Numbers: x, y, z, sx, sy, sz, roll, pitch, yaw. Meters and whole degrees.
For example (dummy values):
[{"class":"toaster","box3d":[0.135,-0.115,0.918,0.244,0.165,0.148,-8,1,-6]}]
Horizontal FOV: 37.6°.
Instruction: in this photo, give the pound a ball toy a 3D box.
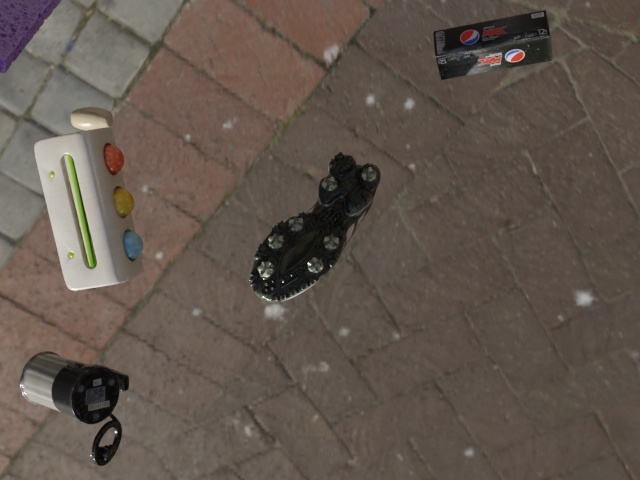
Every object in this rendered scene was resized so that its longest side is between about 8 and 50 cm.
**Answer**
[{"class":"pound a ball toy","box3d":[-0.396,-0.090,1.722,0.135,0.208,0.319,-9,97,12]}]

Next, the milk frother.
[{"class":"milk frother","box3d":[-0.364,0.250,1.403,0.129,0.134,0.143,21,80,-48]}]

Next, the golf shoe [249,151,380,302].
[{"class":"golf shoe","box3d":[0.000,0.000,1.388,0.105,0.273,0.120,32,155,16]}]

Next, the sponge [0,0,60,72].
[{"class":"sponge","box3d":[-0.469,-0.327,1.364,0.117,0.210,0.031,20,134,-4]}]

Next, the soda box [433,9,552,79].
[{"class":"soda box","box3d":[0.255,-0.289,1.397,0.168,0.053,0.060,-7,150,13]}]
